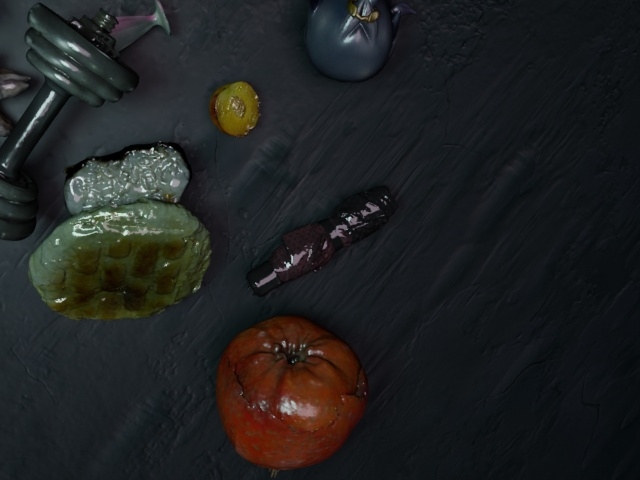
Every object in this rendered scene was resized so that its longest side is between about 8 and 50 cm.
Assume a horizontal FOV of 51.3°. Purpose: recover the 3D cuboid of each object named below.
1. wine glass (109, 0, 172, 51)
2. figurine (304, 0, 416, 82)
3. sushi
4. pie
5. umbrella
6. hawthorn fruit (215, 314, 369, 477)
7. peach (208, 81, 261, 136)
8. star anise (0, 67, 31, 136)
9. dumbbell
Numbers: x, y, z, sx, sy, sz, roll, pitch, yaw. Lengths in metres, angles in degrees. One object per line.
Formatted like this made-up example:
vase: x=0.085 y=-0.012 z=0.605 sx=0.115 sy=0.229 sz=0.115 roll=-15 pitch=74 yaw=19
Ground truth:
wine glass: x=-0.331 y=-0.347 z=1.104 sx=0.155 sy=0.073 sz=0.073 roll=-26 pitch=106 yaw=-11
figurine: x=0.060 y=-0.410 z=1.157 sx=0.175 sy=0.197 sz=0.265 roll=5 pitch=105 yaw=20
sushi: x=-0.320 y=-0.088 z=1.134 sx=0.212 sy=0.115 sz=0.147 roll=-22 pitch=102 yaw=-9
pie: x=-0.324 y=0.046 z=1.109 sx=0.306 sy=0.071 sz=0.306 roll=-10 pitch=140 yaw=-8
umbrella: x=0.000 y=0.000 z=1.256 sx=0.326 sy=0.094 sz=0.090 roll=-31 pitch=151 yaw=-10
hawthorn fruit: x=-0.065 y=0.304 z=1.217 sx=0.276 sy=0.276 sz=0.307 roll=7 pitch=117 yaw=-17
peach: x=-0.155 y=-0.233 z=1.180 sx=0.098 sy=0.061 sz=0.098 roll=-13 pitch=111 yaw=-35
star anise: x=-0.575 y=-0.223 z=1.022 sx=0.229 sy=0.093 sz=0.236 roll=-37 pitch=140 yaw=-3
dumbbell: x=-0.429 y=-0.170 z=0.994 sx=0.179 sy=0.179 sz=0.406 roll=35 pitch=96 yaw=-19
